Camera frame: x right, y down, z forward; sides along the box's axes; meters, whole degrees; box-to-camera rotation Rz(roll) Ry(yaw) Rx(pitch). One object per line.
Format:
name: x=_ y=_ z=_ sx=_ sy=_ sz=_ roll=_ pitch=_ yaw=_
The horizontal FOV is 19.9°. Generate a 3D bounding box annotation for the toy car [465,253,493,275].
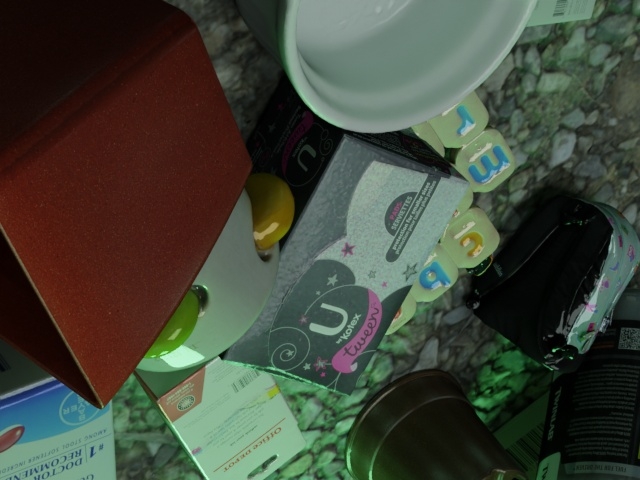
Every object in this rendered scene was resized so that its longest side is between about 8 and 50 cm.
toy car: x=0.169 y=-0.024 z=1.945 sx=0.040 sy=0.060 sz=0.122 roll=-48 pitch=158 yaw=-49

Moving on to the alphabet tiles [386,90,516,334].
alphabet tiles: x=0.061 y=-0.036 z=1.850 sx=0.284 sy=0.021 sz=0.278 roll=-39 pitch=128 yaw=-2

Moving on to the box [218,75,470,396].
box: x=0.000 y=0.000 z=1.735 sx=0.163 sy=0.142 sz=0.247 roll=19 pitch=109 yaw=-34

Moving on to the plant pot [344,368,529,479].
plant pot: x=0.140 y=0.260 z=2.059 sx=0.167 sy=0.165 sz=0.167 roll=-22 pitch=134 yaw=-25

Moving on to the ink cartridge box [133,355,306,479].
ink cartridge box: x=-0.100 y=0.171 z=1.871 sx=0.115 sy=0.067 sz=0.198 roll=-36 pitch=136 yaw=-11

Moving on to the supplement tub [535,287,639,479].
supplement tub: x=0.345 y=0.229 z=2.053 sx=0.193 sy=0.194 sz=0.316 roll=52 pitch=44 yaw=-48

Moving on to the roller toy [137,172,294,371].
roller toy: x=-0.139 y=0.011 z=1.623 sx=0.209 sy=0.191 sz=0.146 roll=-61 pitch=141 yaw=-16

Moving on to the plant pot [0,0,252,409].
plant pot: x=-0.212 y=-0.074 z=1.467 sx=0.236 sy=0.267 sz=0.267 roll=-43 pitch=139 yaw=-21

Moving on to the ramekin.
ramekin: x=0.054 y=-0.246 z=1.618 sx=0.277 sy=0.135 sz=0.277 roll=-21 pitch=133 yaw=-24

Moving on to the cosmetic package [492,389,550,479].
cosmetic package: x=0.297 y=0.345 z=2.289 sx=0.160 sy=0.113 sz=0.309 roll=-35 pitch=138 yaw=-12

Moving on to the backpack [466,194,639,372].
backpack: x=0.269 y=0.038 z=2.021 sx=0.115 sy=0.152 sz=0.182 roll=10 pitch=112 yaw=-59

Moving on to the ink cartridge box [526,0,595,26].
ink cartridge box: x=0.200 y=-0.267 z=1.771 sx=0.150 sy=0.063 sz=0.109 roll=-10 pitch=128 yaw=-32

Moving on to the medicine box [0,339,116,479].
medicine box: x=-0.332 y=0.220 z=1.665 sx=0.263 sy=0.149 sz=0.289 roll=-20 pitch=132 yaw=-25
